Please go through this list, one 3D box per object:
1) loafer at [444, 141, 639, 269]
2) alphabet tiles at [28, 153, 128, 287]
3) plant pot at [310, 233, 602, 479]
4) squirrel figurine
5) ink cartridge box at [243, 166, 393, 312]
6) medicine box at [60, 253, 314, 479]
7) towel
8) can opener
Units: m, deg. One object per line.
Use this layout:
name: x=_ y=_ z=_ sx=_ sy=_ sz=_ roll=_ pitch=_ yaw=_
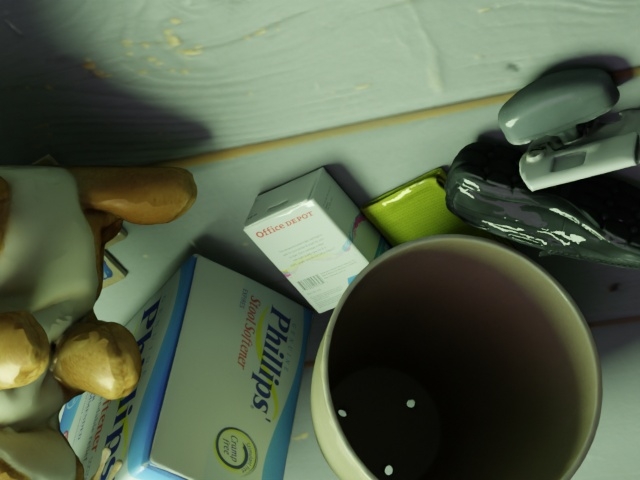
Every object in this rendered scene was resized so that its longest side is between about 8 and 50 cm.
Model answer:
loafer: x=0.217 y=-0.020 z=1.610 sx=0.223 sy=0.076 sz=0.078 roll=20 pitch=140 yaw=7
alphabet tiles: x=-0.316 y=-0.004 z=1.854 sx=0.237 sy=0.009 sz=0.198 roll=-25 pitch=120 yaw=35
plant pot: x=0.093 y=0.152 z=1.703 sx=0.256 sy=0.256 sz=0.274 roll=26 pitch=160 yaw=-6
squirrel figurine: x=-0.334 y=0.115 z=1.696 sx=0.397 sy=0.281 sz=0.370 roll=4 pitch=96 yaw=39
ink cartridge box: x=0.000 y=0.000 z=1.715 sx=0.088 sy=0.052 sz=0.122 roll=-23 pitch=122 yaw=34
medicine box: x=-0.153 y=0.207 z=1.803 sx=0.149 sy=0.263 sz=0.289 roll=27 pitch=135 yaw=-18
towel: x=0.147 y=0.033 z=1.717 sx=0.102 sy=0.021 sz=0.237 roll=-27 pitch=118 yaw=35
can opener: x=0.283 y=-0.110 z=1.497 sx=0.283 sy=0.076 sz=0.095 roll=-15 pitch=126 yaw=29
